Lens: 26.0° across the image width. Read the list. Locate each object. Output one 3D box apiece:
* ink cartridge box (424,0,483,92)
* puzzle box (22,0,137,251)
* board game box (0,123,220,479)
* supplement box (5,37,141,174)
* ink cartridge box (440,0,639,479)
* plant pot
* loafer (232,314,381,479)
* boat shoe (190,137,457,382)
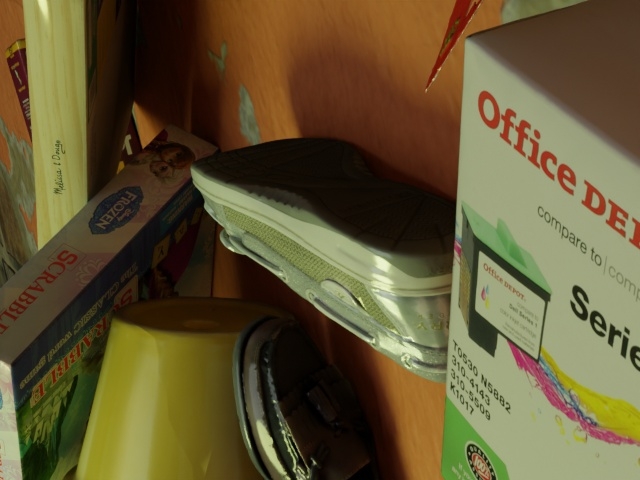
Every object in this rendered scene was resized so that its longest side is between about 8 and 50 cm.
[{"bbox_3d":[0.075,-0.178,0.635,0.145,0.045,0.179,121,171,-63],"label":"ink cartridge box"},{"bbox_3d":[-0.215,-0.177,1.287,0.409,0.052,0.272,101,177,-51],"label":"puzzle box"},{"bbox_3d":[-0.212,0.101,1.332,0.066,0.318,0.318,26,140,16],"label":"board game box"},{"bbox_3d":[-0.274,-0.141,1.561,0.081,0.104,0.188,-4,103,68],"label":"supplement box"},{"bbox_3d":[0.157,0.051,0.642,0.201,0.117,0.278,47,147,47],"label":"ink cartridge box"},{"bbox_3d":[-0.109,0.181,1.247,0.254,0.254,0.239,-159,69,-63],"label":"plant pot"},{"bbox_3d":[0.020,0.200,1.144,0.095,0.109,0.302,-6,107,42],"label":"loafer"},{"bbox_3d":[0.003,0.000,0.988,0.320,0.118,0.103,27,126,52],"label":"boat shoe"}]
